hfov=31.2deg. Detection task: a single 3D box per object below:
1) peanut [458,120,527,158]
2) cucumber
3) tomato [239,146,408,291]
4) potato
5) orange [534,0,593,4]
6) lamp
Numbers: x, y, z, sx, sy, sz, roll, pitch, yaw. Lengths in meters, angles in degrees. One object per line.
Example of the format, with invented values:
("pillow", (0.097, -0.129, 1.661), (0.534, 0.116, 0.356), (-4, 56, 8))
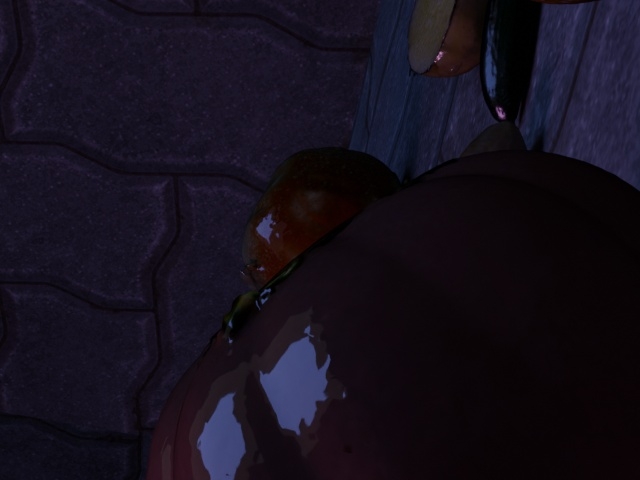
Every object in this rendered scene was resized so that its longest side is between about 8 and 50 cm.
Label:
("peanut", (0.143, -0.031, 1.007), (0.076, 0.076, 0.152), (-105, 31, -82))
("cucumber", (0.186, -0.245, 1.116), (0.056, 0.056, 0.284), (112, 163, -73))
("tomato", (0.000, 0.000, 1.818), (0.303, 0.239, 0.304), (-166, 90, -88))
("potato", (0.162, -0.257, 1.330), (0.200, 0.081, 0.164), (-93, 22, -63))
("orange", (0.157, -0.243, 0.617), (0.240, 0.171, 0.240), (-166, 90, -89))
("lamp", (0.064, 0.101, 0.572), (0.305, 0.240, 0.305), (-38, -3, -3))
